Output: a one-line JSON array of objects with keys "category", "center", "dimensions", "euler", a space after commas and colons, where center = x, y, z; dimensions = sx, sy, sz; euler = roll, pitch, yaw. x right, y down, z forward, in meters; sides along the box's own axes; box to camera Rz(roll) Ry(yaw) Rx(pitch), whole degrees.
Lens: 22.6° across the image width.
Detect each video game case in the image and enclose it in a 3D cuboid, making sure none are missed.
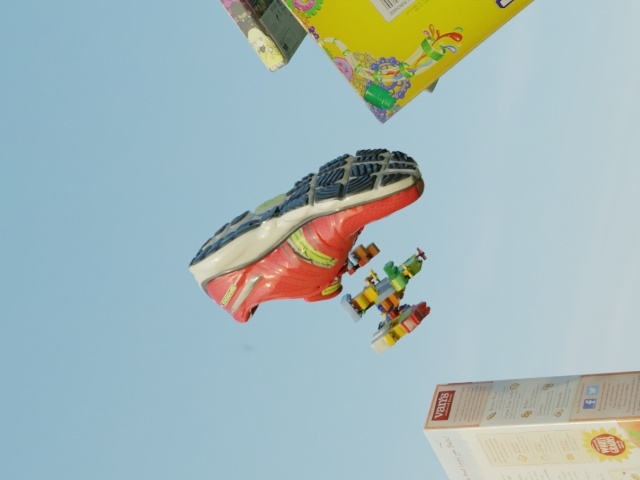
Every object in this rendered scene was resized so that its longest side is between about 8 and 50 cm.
[{"category": "video game case", "center": [-0.089, -0.395, 2.472], "dimensions": [0.210, 0.041, 0.232], "euler": [54, -149, -18]}]

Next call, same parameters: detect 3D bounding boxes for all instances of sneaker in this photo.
[{"category": "sneaker", "center": [0.000, 0.000, 1.636], "dimensions": [0.118, 0.279, 0.107], "euler": [54, -151, -17]}]

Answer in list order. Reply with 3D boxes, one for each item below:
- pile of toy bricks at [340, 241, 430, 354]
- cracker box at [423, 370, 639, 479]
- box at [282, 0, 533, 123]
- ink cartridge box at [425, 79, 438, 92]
[{"category": "pile of toy bricks", "center": [0.092, 0.051, 2.035], "dimensions": [0.105, 0.118, 0.212], "euler": [-37, 8, 12]}, {"category": "cracker box", "center": [0.237, 0.206, 1.574], "dimensions": [0.156, 0.232, 0.067], "euler": [62, -146, -37]}, {"category": "box", "center": [0.107, -0.277, 1.505], "dimensions": [0.290, 0.177, 0.279], "euler": [-39, 9, 5]}, {"category": "ink cartridge box", "center": [0.096, -0.293, 1.759], "dimensions": [0.093, 0.154, 0.212], "euler": [17, -76, -39]}]
